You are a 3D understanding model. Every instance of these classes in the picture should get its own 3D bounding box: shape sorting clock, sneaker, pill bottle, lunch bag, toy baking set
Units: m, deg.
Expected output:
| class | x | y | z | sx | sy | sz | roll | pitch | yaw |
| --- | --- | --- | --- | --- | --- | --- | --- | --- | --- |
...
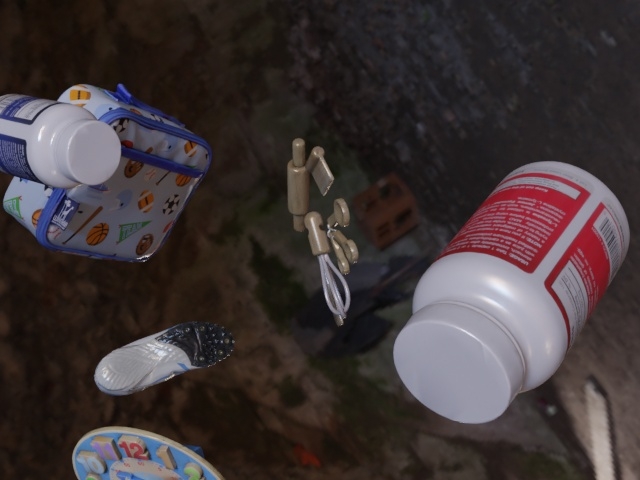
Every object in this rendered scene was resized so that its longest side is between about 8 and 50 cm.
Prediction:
| class | x | y | z | sx | sy | sz | roll | pitch | yaw |
| --- | --- | --- | --- | --- | --- | --- | --- | --- | --- |
| shape sorting clock | -0.197 | 0.291 | 1.229 | 0.206 | 0.206 | 0.040 | 58 | -145 | -24 |
| sneaker | -0.261 | 0.194 | 1.743 | 0.086 | 0.237 | 0.085 | 138 | 116 | -74 |
| pill bottle | 0.278 | 0.072 | 1.520 | 0.229 | 0.408 | 0.229 | 21 | 132 | 25 |
| lunch bag | -0.297 | -0.095 | 1.506 | 0.115 | 0.243 | 0.303 | 38 | -171 | 23 |
| pill bottle | -0.298 | -0.108 | 1.155 | 0.169 | 0.094 | 0.094 | 15 | 146 | 42 |
| toy baking set | -0.002 | -0.006 | 1.384 | 0.256 | 0.030 | 0.196 | 94 | 157 | -49 |
